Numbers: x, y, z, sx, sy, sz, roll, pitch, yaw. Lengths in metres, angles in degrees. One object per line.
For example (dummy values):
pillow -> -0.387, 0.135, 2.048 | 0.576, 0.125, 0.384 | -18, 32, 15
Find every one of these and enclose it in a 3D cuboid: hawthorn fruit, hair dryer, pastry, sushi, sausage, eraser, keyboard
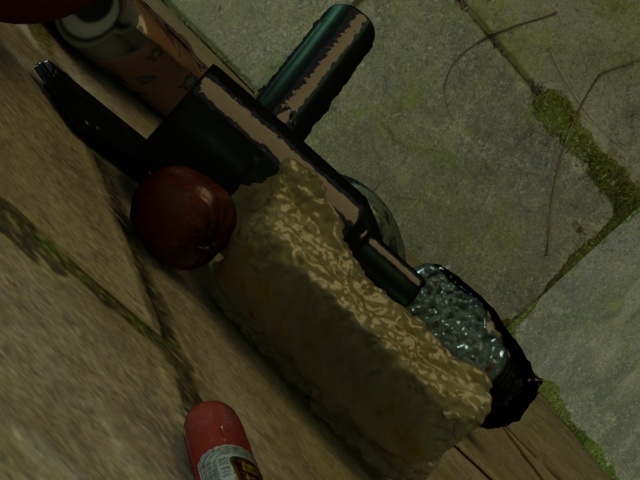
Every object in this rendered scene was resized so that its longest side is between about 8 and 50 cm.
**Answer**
hawthorn fruit -> -0.100, -0.017, 1.058 | 0.077, 0.077, 0.077 | 46, 5, -5
hair dryer -> 0.009, -0.080, 1.257 | 0.244, 0.116, 0.302 | 41, 49, -9
pastry -> 0.016, 0.062, 1.089 | 0.258, 0.121, 0.089 | 50, 28, 2
sushi -> 0.172, 0.131, 1.819 | 0.127, 0.124, 0.225 | 41, 7, -47
sausage -> -0.035, 0.128, 0.656 | 0.034, 0.034, 0.253 | 45, 5, -22
eraser -> -0.208, -0.221, 1.628 | 0.171, 0.087, 0.290 | 47, 4, 22
keyboard -> -0.141, -0.059, 1.316 | 0.101, 0.018, 0.310 | 52, 7, 36

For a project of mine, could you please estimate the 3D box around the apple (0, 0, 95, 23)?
apple -> -0.237, -0.294, 1.130 | 0.253, 0.253, 0.253 | 46, 5, -5

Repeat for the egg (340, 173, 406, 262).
egg -> 0.013, 0.017, 1.357 | 0.172, 0.132, 0.132 | 57, 0, -27
